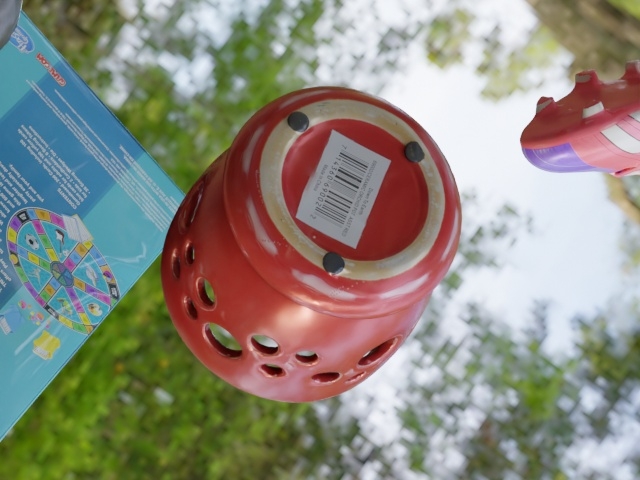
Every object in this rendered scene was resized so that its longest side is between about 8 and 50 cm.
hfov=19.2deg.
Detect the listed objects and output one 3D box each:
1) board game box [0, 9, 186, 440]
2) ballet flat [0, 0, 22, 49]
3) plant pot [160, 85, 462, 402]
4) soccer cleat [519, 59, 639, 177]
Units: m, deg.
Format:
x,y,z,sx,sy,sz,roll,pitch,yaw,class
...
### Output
x,y,z,sx,sy,sz,roll,pitch,yaw,class
-0.289,-0.006,1.569,0.079,0.254,0.336,-26,-160,48,board game box
-0.248,-0.073,0.720,0.280,0.095,0.096,-2,-151,24,ballet flat
0.000,0.000,1.320,0.191,0.191,0.174,-66,-171,-29,plant pot
0.233,-0.074,1.184,0.248,0.095,0.083,-23,-162,-30,soccer cleat
